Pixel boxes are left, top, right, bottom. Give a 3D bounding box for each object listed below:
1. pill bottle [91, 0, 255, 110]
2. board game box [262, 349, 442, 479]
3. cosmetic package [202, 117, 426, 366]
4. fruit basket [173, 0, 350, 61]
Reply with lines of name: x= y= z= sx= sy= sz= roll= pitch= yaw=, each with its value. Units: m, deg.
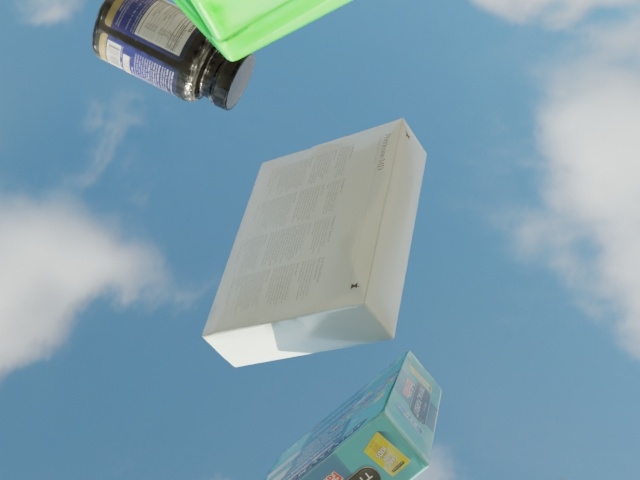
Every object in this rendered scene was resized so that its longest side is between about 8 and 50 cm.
pill bottle: x=-0.214 y=-0.280 z=1.286 sx=0.219 sy=0.123 sz=0.123 roll=27 pitch=-126 yaw=4
board game box: x=0.027 y=0.277 z=1.094 sx=0.079 sy=0.254 sz=0.336 roll=49 pitch=-169 yaw=3
cosmetic package: x=0.000 y=0.000 z=1.358 sx=0.097 sy=0.284 sz=0.377 roll=49 pitch=-139 yaw=-34
fruit basket: x=-0.029 y=-0.352 z=0.571 sx=0.392 sy=0.283 sz=0.392 roll=-1 pitch=-97 yaw=5
